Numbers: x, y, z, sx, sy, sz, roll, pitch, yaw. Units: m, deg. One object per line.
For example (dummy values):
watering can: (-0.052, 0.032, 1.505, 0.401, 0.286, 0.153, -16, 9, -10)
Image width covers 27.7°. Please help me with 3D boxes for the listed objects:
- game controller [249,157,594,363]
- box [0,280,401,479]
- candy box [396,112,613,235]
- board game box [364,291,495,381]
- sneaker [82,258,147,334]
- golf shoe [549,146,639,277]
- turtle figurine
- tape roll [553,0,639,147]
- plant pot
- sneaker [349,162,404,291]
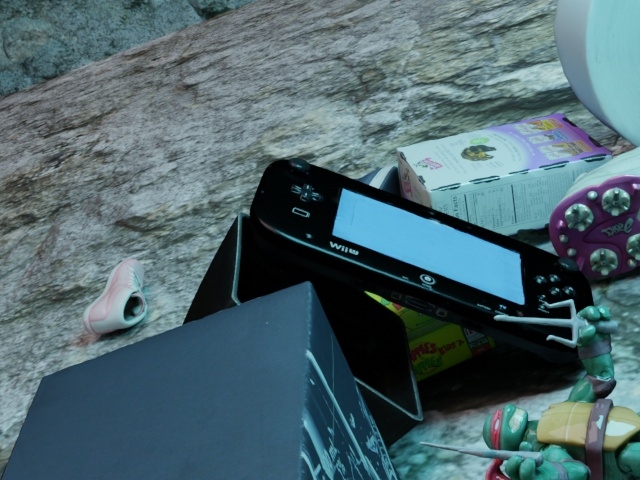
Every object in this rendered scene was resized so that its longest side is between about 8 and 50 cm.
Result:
game controller: (0.092, 0.015, 1.146, 0.319, 0.067, 0.166, 20, 18, -3)
box: (-0.028, 0.247, 0.652, 0.179, 0.312, 0.343, -21, 23, 9)
candy box: (0.195, -0.066, 1.394, 0.196, 0.070, 0.165, -12, 22, -4)
board game box: (0.101, 0.069, 1.278, 0.092, 0.043, 0.181, -25, 22, 1)
sneaker: (-0.238, 0.068, 1.630, 0.070, 0.051, 0.134, -10, 29, 29)
golf shoe: (0.364, -0.064, 1.218, 0.306, 0.115, 0.140, -15, 18, 17)
turtle figurine: (0.200, 0.131, 0.939, 0.234, 0.118, 0.175, 1, 45, 20)
tape roll: (0.387, -0.223, 1.314, 0.286, 0.286, 0.100, -25, 21, 0)
plant pot: (-0.044, 0.119, 1.117, 0.167, 0.188, 0.187, -50, 16, 17)
sneaker: (0.001, 0.001, 1.481, 0.163, 0.086, 0.226, -8, 29, 39)
